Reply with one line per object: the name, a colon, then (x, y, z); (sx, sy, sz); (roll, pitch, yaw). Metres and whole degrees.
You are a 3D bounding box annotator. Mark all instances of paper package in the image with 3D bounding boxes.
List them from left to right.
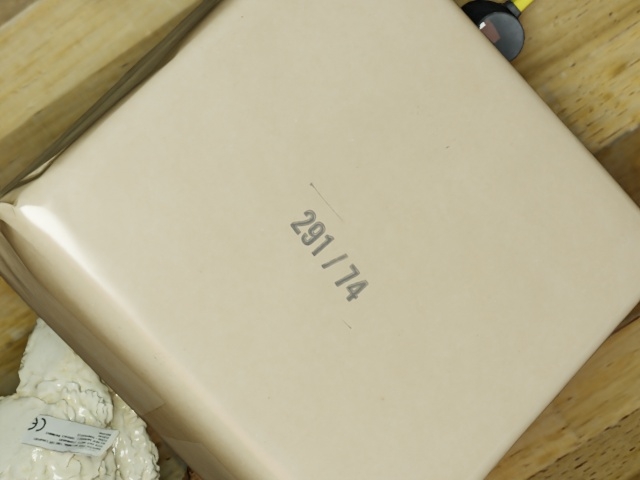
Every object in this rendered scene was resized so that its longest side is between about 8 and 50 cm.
paper package: (0.000, 0.000, 1.224); (0.325, 0.168, 0.309); (47, 74, -10)

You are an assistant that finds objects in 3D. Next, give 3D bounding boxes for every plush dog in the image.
plush dog: (-0.175, 0.192, 1.360); (0.262, 0.210, 0.225); (-28, 135, 9)

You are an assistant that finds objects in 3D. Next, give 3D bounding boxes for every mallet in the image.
mallet: (0.168, -0.185, 1.288); (0.189, 0.062, 0.039); (-39, 109, 10)
